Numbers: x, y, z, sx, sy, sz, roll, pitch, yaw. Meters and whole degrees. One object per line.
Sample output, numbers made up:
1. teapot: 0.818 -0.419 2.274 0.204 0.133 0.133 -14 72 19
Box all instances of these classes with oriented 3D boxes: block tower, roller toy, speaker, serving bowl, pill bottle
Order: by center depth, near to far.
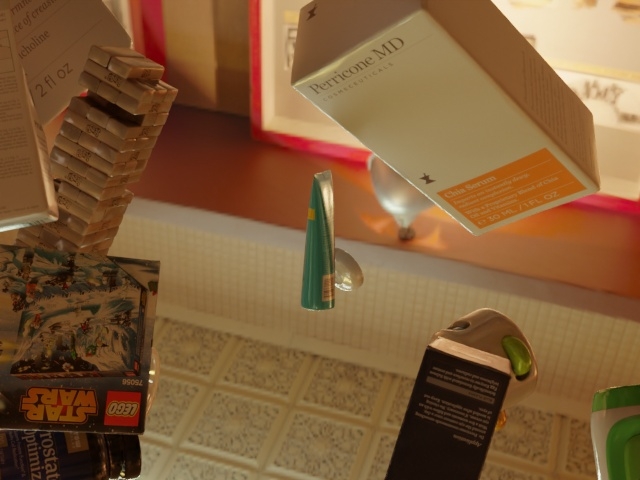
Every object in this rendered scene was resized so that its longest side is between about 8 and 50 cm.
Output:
1. speaker: 0.380 0.313 0.966 0.131 0.131 0.296 -1 -107 -6
2. block tower: -0.296 -0.076 1.116 0.091 0.335 0.097 30 -163 12
3. pill bottle: -0.371 0.311 1.228 0.219 0.122 0.123 -7 -144 -26
4. serving bowl: 0.033 0.053 1.474 0.083 0.083 0.027 28 -128 31
5. roller toy: 0.301 0.241 1.660 0.146 0.209 0.191 -25 -135 -23

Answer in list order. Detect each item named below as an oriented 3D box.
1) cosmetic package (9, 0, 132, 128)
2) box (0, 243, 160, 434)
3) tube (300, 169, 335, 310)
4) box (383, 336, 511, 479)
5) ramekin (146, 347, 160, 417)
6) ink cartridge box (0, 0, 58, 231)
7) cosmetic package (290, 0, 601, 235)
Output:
1. cosmetic package: -0.556 -0.303 1.205 0.327 0.393 0.329 -7 -141 47
2. box: -0.156 0.050 0.451 0.137 0.093 0.027 7 170 -19
3. tube: 0.000 0.000 1.309 0.052 0.207 0.080 5 -169 11
4. box: 0.139 0.195 0.935 0.093 0.158 0.156 18 -178 12
5. ramekin: -0.402 0.279 1.470 0.135 0.277 0.277 23 -140 15
6. ink cartridge box: -0.380 -0.117 0.874 0.189 0.066 0.232 -11 -99 -8
7. cosmetic package: 0.195 -0.203 1.267 0.230 0.453 0.161 -23 -133 37
